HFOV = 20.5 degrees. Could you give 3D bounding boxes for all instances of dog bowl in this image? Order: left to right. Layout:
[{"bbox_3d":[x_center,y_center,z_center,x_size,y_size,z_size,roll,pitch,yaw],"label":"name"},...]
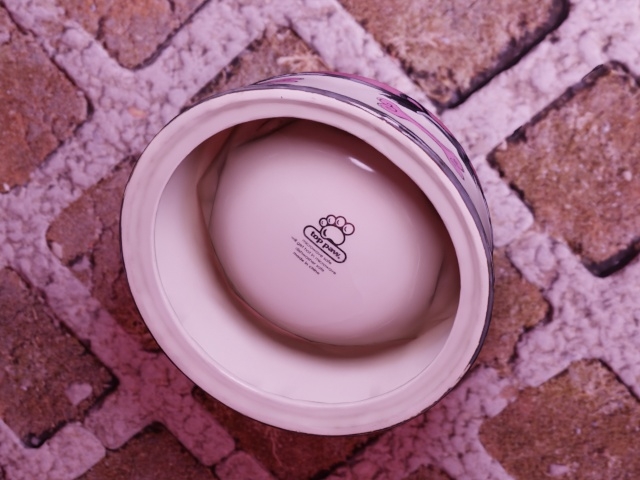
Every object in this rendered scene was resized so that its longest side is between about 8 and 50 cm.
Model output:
[{"bbox_3d":[0.000,0.000,1.883,0.408,0.150,0.408,8,118,16],"label":"dog bowl"}]
